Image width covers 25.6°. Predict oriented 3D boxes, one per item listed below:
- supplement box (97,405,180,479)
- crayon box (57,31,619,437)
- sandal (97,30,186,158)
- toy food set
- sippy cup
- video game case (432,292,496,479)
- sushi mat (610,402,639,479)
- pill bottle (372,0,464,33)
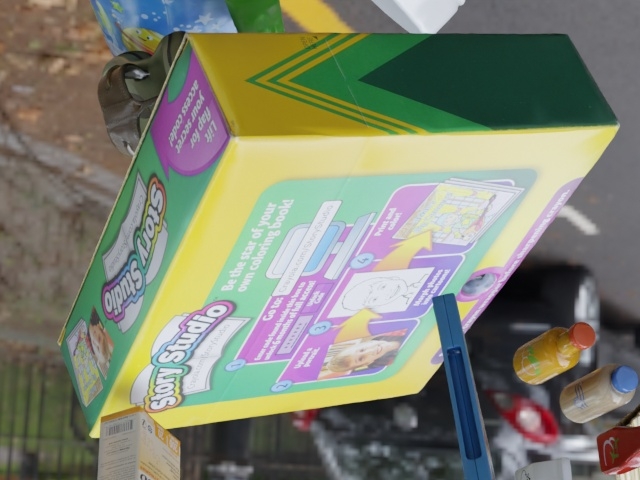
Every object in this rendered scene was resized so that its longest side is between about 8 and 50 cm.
[{"bbox_3d":[-0.130,0.178,1.013,0.036,0.098,0.062,-18,141,17],"label":"supplement box"},{"bbox_3d":[0.000,0.000,1.071,0.313,0.106,0.363,-3,144,-29],"label":"crayon box"},{"bbox_3d":[-0.154,-0.110,1.245,0.086,0.120,0.303,-23,-170,-18],"label":"sandal"},{"bbox_3d":[0.247,0.194,1.265,0.111,0.232,0.104,6,158,-18],"label":"toy food set"},{"bbox_3d":[-0.133,-0.264,1.371,0.240,0.305,0.224,3,143,3],"label":"sippy cup"},{"bbox_3d":[0.083,0.124,0.727,0.015,0.166,0.119,-12,127,6],"label":"video game case"},{"bbox_3d":[0.368,0.293,1.486,0.019,0.316,0.151,9,-146,41],"label":"sushi mat"},{"bbox_3d":[0.174,-0.400,1.488,0.204,0.361,0.204,43,-177,-3],"label":"pill bottle"}]
